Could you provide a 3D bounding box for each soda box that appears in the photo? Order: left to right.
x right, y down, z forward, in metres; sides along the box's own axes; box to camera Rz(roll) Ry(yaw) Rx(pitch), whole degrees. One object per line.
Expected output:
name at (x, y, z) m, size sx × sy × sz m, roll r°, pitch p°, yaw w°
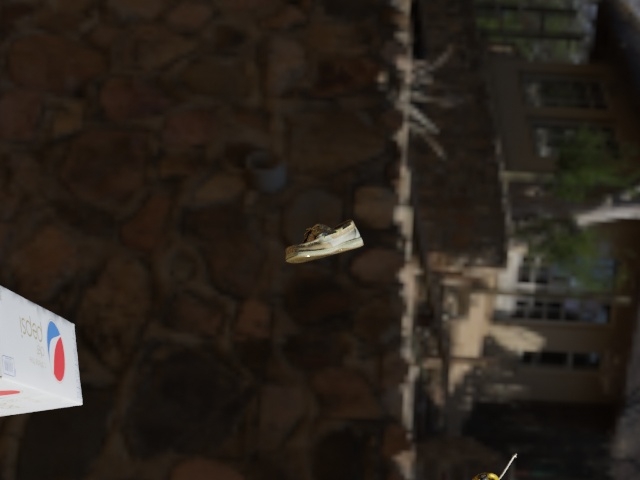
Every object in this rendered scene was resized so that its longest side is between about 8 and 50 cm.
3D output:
soda box at (-0.239, 0.085, 1.059) m, size 0.216 × 0.074 × 0.069 m, roll 65°, pitch 16°, yaw -77°

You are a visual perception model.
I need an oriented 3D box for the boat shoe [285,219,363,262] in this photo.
boat shoe at (0.000, 0.000, 1.940) m, size 0.135 × 0.050 × 0.045 m, roll -13°, pitch 86°, yaw -48°

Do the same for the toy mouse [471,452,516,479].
toy mouse at (0.226, 0.390, 1.969) m, size 0.031 × 0.161 × 0.143 m, roll 5°, pitch -58°, yaw 60°
